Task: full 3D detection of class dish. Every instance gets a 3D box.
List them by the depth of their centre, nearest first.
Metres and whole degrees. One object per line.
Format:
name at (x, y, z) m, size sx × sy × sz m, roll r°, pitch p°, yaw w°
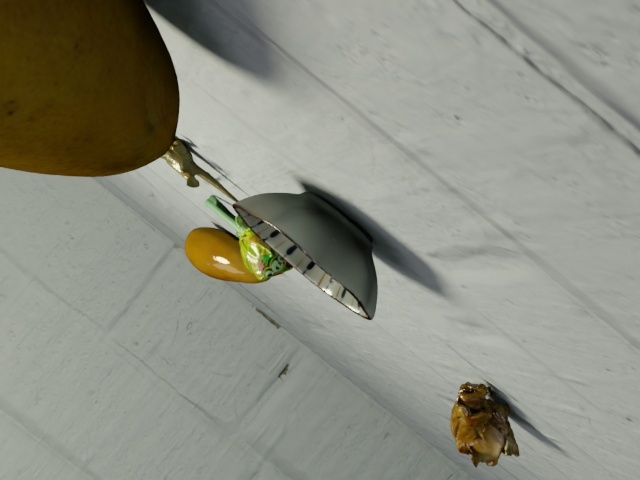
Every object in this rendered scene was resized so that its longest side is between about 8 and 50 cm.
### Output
dish at (0.000, 0.000, 1.294) m, size 0.191 × 0.066 × 0.190 m, roll 39°, pitch 172°, yaw 6°

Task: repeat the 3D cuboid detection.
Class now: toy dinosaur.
toy dinosaur at (-0.180, -0.108, 1.627) m, size 0.162 × 0.039 × 0.126 m, roll 37°, pitch -176°, yaw -39°

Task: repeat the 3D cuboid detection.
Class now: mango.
mango at (-0.247, -0.163, 0.914) m, size 0.264 × 0.221 × 0.378 m, roll 29°, pitch 177°, yaw 34°
mango at (-0.170, 0.032, 2.217) m, size 0.184 × 0.085 × 0.102 m, roll 26°, pitch 167°, yaw 36°

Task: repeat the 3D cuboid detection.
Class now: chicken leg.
chicken leg at (0.222, 0.251, 1.707) m, size 0.207 × 0.085 × 0.101 m, roll 68°, pitch -176°, yaw -62°

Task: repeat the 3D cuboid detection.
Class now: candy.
candy at (-0.111, -0.019, 1.768) m, size 0.262 × 0.073 × 0.077 m, roll 39°, pitch 159°, yaw 57°
